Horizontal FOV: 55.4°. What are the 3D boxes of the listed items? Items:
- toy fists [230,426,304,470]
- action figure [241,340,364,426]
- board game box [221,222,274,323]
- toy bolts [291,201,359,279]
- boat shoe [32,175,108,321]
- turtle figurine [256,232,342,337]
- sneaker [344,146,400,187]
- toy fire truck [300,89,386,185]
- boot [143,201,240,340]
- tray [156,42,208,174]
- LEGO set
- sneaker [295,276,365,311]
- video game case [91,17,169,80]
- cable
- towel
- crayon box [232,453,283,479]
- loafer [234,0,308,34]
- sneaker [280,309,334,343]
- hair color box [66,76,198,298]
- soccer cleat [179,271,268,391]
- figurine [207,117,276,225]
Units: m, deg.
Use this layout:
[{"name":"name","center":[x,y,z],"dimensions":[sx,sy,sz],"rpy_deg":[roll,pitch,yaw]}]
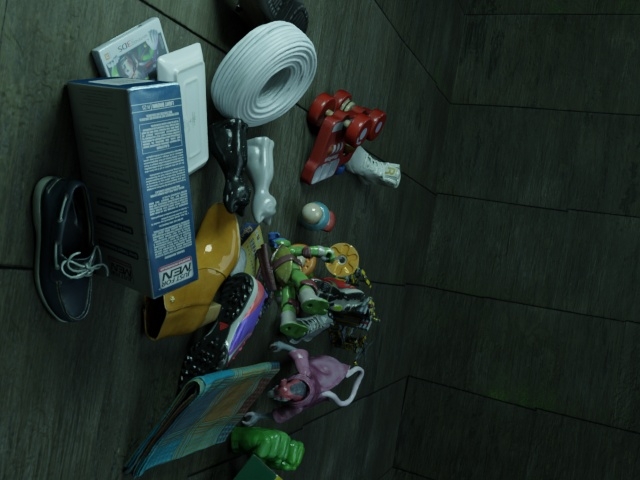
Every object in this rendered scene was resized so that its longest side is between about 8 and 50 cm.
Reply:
[{"name":"toy fists","center":[-0.136,0.588,1.706],"dimensions":[0.279,0.142,0.096],"rpy_deg":[58,32,-55]},{"name":"action figure","center":[-0.048,0.442,1.748],"dimensions":[0.370,0.276,0.248],"rpy_deg":[44,64,-78]},{"name":"board game box","center":[-0.188,0.100,1.565],"dimensions":[0.165,0.042,0.243],"rpy_deg":[-55,145,-45]},{"name":"toy bolts","center":[0.000,0.000,1.758],"dimensions":[0.158,0.218,0.228],"rpy_deg":[40,54,-78]},{"name":"boat shoe","center":[-0.408,0.021,1.003],"dimensions":[0.095,0.079,0.254],"rpy_deg":[-23,119,-63]},{"name":"turtle figurine","center":[-0.033,0.117,1.551],"dimensions":[0.266,0.198,0.274],"rpy_deg":[-104,171,-49]},{"name":"sneaker","center":[0.194,-0.265,2.138],"dimensions":[0.292,0.169,0.108],"rpy_deg":[28,74,-64]},{"name":"toy fire truck","center":[0.057,-0.307,1.867],"dimensions":[0.302,0.169,0.253],"rpy_deg":[-33,151,-59]},{"name":"boot","center":[-0.273,0.062,1.289],"dimensions":[0.211,0.104,0.295],"rpy_deg":[-3,105,-66]},{"name":"tray","center":[-0.268,-0.248,1.233],"dimensions":[0.145,0.030,0.270],"rpy_deg":[-48,148,-52]},{"name":"LEGO set","center":[0.144,0.257,2.174],"dimensions":[0.255,0.192,0.331],"rpy_deg":[-51,142,-49]},{"name":"sneaker","center":[0.014,0.165,1.960],"dimensions":[0.279,0.118,0.107],"rpy_deg":[18,106,-42]},{"name":"video game case","center":[-0.331,-0.293,1.136],"dimensions":[0.173,0.022,0.190],"rpy_deg":[-55,145,-44]},{"name":"cable","center":[-0.123,-0.363,1.361],"dimensions":[0.257,0.089,0.257],"rpy_deg":[-40,166,-15]},{"name":"towel","center":[-0.248,0.396,1.395],"dimensions":[0.271,0.040,0.370],"rpy_deg":[-53,158,10]},{"name":"crayon box","center":[-0.191,0.778,1.616],"dimensions":[0.313,0.106,0.363],"rpy_deg":[-48,144,-20]},{"name":"loafer","center":[-0.119,-0.532,1.396],"dimensions":[0.133,0.130,0.366],"rpy_deg":[-59,169,-10]},{"name":"sneaker","center":[-0.030,0.248,1.844],"dimensions":[0.086,0.132,0.229],"rpy_deg":[65,12,13]},{"name":"hair color box","center":[-0.314,-0.094,1.036],"dimensions":[0.105,0.174,0.347],"rpy_deg":[-24,121,-46]},{"name":"soccer cleat","center":[-0.217,0.234,1.429],"dimensions":[0.116,0.109,0.318],"rpy_deg":[45,65,-54]},{"name":"figurine","center":[-0.168,-0.143,1.395],"dimensions":[0.215,0.092,0.209],"rpy_deg":[22,58,-66]}]
